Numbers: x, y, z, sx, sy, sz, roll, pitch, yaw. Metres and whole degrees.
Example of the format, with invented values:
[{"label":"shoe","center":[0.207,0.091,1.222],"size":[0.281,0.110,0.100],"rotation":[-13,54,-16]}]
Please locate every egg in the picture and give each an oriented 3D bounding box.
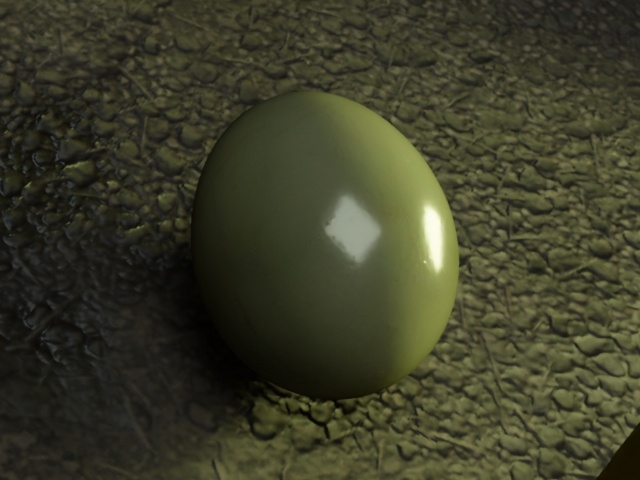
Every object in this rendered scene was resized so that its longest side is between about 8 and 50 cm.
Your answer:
[{"label":"egg","center":[0.000,0.000,1.366],"size":[0.186,0.186,0.241],"rotation":[-3,51,-24]}]

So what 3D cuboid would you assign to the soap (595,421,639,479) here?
[{"label":"soap","center":[0.266,0.243,1.220],"size":[0.259,0.281,0.143],"rotation":[25,46,-3]}]
